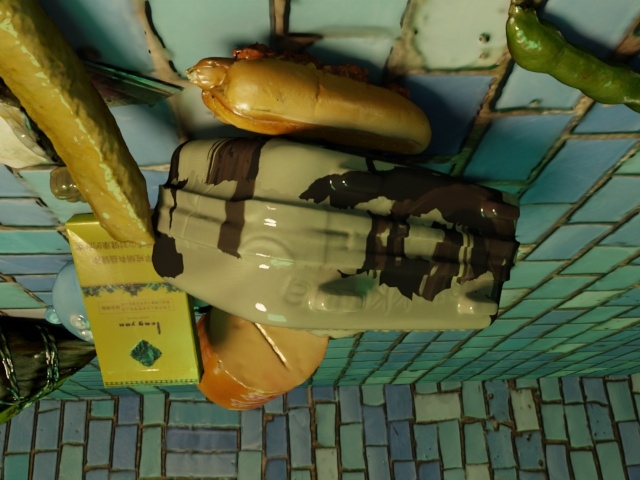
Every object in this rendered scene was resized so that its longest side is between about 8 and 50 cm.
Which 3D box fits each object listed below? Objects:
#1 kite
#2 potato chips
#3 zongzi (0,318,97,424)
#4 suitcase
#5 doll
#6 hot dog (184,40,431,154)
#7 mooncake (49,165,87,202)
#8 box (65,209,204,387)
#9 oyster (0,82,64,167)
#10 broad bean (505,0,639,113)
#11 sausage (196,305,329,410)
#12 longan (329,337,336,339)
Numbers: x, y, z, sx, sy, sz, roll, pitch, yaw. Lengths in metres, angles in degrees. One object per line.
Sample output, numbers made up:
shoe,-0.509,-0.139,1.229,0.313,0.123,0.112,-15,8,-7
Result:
kite,-0.300,-0.128,0.628,0.335,0.011,0.314,-6,159,11
potato chips,-0.221,-0.134,0.473,0.057,0.080,0.407,-6,144,8
zongzi,-0.727,0.296,1.418,0.384,0.319,0.362,-10,166,-40
suitcase,0.000,0.000,0.686,0.352,0.193,0.339,7,-177,-38
doll,-0.306,0.087,1.011,0.314,0.141,0.177,-15,127,11
hot dog,0.000,-0.129,0.566,0.249,0.076,0.102,4,-163,-31
mooncake,-0.403,-0.053,0.641,0.347,0.057,0.150,-16,163,-27
box,-0.267,0.091,0.914,0.153,0.278,0.041,-3,-157,2
oyster,-0.348,-0.112,0.545,0.214,0.083,0.223,4,169,5
broad bean,0.256,-0.159,0.576,0.256,0.052,0.052,12,113,-29
sausage,-0.130,0.204,1.222,0.233,0.233,0.287,4,159,-19
longan,0.027,0.157,1.320,0.106,0.106,0.119,-10,-163,17
